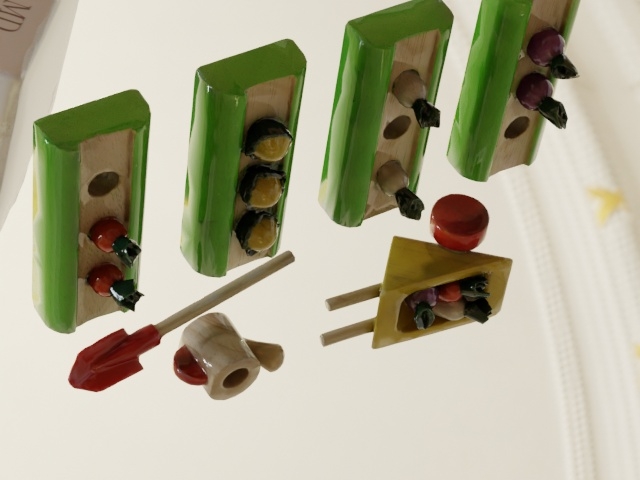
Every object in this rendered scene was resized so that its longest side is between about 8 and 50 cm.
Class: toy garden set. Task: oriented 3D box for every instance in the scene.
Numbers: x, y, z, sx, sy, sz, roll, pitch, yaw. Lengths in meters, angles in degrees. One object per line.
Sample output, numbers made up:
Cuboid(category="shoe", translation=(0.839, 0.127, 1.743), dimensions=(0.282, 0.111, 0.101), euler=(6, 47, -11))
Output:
Cuboid(category="toy garden set", translation=(0.000, 0.000, 0.828), dimensions=(0.244, 0.204, 0.049), euler=(-20, -125, -24))

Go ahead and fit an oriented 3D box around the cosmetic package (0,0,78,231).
Cuboid(category="cosmetic package", translation=(-0.412, -0.159, 1.356), dimensions=(0.453, 0.161, 0.230), euler=(16, -148, -4))
